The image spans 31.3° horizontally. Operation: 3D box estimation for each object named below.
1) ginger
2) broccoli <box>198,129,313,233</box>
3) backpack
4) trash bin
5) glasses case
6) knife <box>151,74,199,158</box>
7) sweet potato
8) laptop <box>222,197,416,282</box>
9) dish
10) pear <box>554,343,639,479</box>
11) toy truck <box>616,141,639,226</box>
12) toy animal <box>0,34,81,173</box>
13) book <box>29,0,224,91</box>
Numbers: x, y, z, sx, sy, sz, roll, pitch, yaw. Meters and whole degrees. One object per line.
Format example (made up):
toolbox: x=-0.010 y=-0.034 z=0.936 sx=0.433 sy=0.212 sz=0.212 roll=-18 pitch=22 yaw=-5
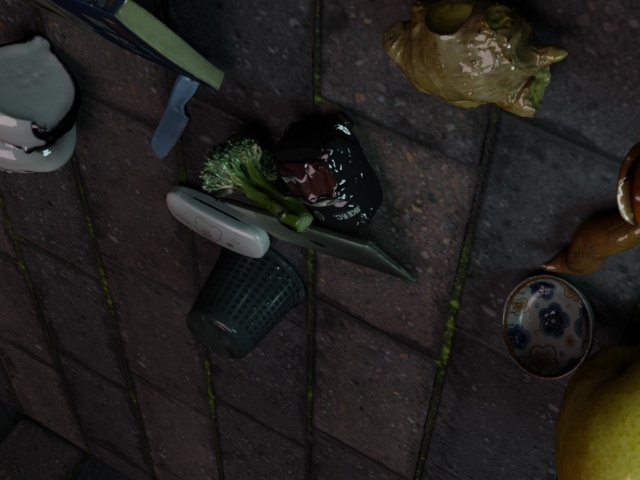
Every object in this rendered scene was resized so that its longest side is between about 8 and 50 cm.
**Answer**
ginger: x=0.170 y=-0.199 z=1.242 sx=0.216 sy=0.102 sz=0.157 roll=7 pitch=146 yaw=40
broccoli: x=-0.082 y=-0.076 z=1.636 sx=0.204 sy=0.118 sz=0.122 roll=40 pitch=149 yaw=33
backpack: x=0.015 y=-0.085 z=1.556 sx=0.120 sy=0.106 sz=0.165 roll=-4 pitch=128 yaw=43
trash bin: x=-0.136 y=0.108 z=1.929 sx=0.175 sy=0.161 sz=0.175 roll=24 pitch=147 yaw=17
glasses case: x=-0.169 y=-0.031 z=1.877 sx=0.193 sy=0.049 sz=0.074 roll=26 pitch=148 yaw=15
knife: x=-0.219 y=-0.195 z=1.738 sx=0.044 sy=0.019 sz=0.313 roll=36 pitch=152 yaw=-4
sweet potato: x=0.342 y=0.001 z=1.397 sx=0.055 sy=0.058 sz=0.202 roll=-2 pitch=163 yaw=-20
laptop: x=0.000 y=0.000 z=1.713 sx=0.269 sy=0.015 sz=0.187 roll=17 pitch=170 yaw=30
dish: x=0.326 y=0.114 z=1.554 sx=0.141 sy=0.078 sz=0.141 roll=3 pitch=95 yaw=43
pear: x=0.437 y=0.274 z=1.439 sx=0.314 sy=0.314 sz=0.314 roll=26 pitch=148 yaw=17
toy truck: x=0.410 y=-0.014 z=1.033 sx=0.204 sy=0.211 sz=0.288 roll=13 pitch=136 yaw=40
toy animal: x=-0.483 y=-0.200 z=1.848 sx=0.187 sy=0.165 sz=0.235 roll=21 pitch=148 yaw=-8
book: x=-0.356 y=-0.329 z=1.514 sx=0.427 sy=0.039 sz=0.300 roll=27 pitch=179 yaw=22
